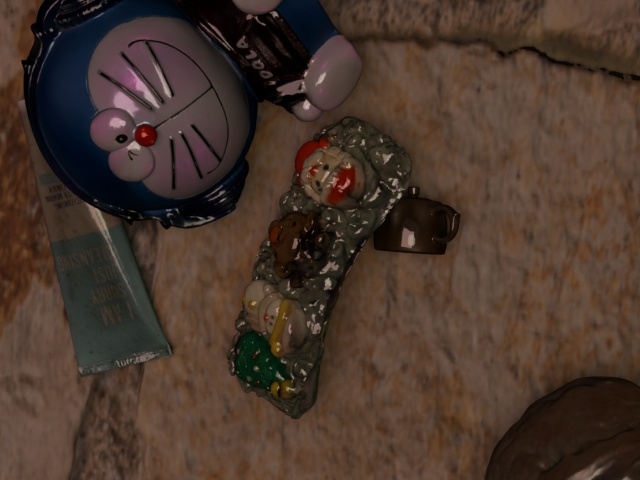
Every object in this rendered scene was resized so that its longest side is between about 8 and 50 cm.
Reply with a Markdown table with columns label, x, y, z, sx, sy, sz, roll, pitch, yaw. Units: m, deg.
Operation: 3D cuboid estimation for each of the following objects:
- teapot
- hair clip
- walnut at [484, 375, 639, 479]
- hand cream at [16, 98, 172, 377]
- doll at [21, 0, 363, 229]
| label | x | y | z | sx | sy | sz | roll | pitch | yaw |
| --- | --- | --- | --- | --- | --- | --- | --- | --- | --- |
| teapot | 0.099 | -0.021 | 1.624 | 0.121 | 0.076 | 0.068 | 2 | 87 | 51 |
| hair clip | -0.022 | 0.027 | 1.615 | 0.138 | 0.091 | 0.321 | 32 | 108 | 37 |
| walnut | 0.274 | 0.246 | 1.552 | 0.224 | 0.224 | 0.224 | 1 | 95 | 13 |
| hand cream | -0.257 | -0.008 | 1.715 | 0.111 | 0.070 | 0.312 | -15 | 95 | 11 |
| doll | -0.145 | -0.162 | 1.597 | 0.310 | 0.240 | 0.284 | -40 | 113 | -2 |
